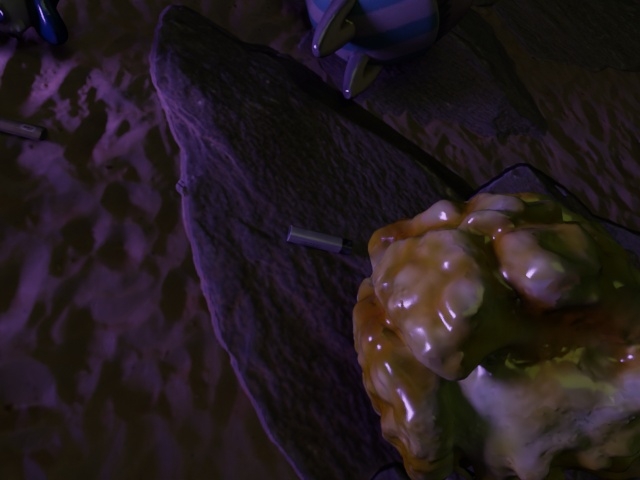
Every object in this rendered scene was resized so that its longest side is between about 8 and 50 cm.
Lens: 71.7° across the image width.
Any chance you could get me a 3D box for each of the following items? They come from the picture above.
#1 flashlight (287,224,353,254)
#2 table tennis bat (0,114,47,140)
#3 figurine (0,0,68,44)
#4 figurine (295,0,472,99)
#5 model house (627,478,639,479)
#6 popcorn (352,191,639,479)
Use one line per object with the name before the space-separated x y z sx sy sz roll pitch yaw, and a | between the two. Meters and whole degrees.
flashlight | 0.000 0.000 0.562 0.083 0.018 0.018 13 58 -13
table tennis bat | -0.397 -0.141 0.503 0.156 0.013 0.087 12 57 -11
figurine | -0.445 -0.357 0.503 0.338 0.204 0.284 38 31 -11
figurine | 0.062 -0.424 0.665 0.361 0.266 0.378 31 58 -3
model house | 0.493 0.369 0.473 0.271 0.190 0.301 -24 89 -32
popcorn | 0.180 0.100 0.420 0.279 0.274 0.335 -46 127 3
